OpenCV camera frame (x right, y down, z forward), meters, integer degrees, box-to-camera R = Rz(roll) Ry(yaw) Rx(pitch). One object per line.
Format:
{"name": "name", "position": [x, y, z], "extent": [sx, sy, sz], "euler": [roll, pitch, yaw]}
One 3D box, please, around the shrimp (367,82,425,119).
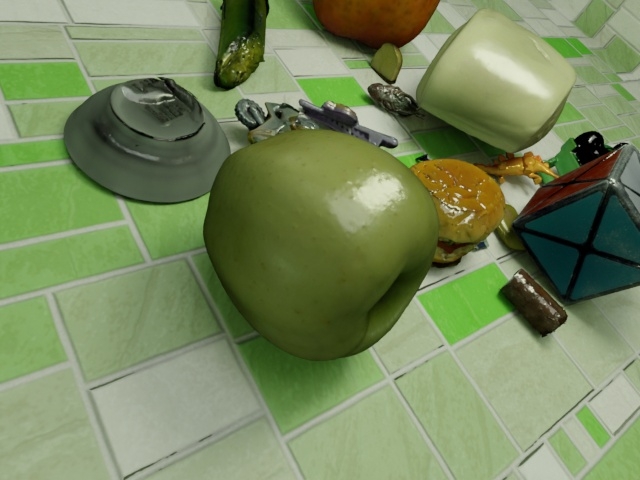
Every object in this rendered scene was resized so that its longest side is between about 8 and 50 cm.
{"name": "shrimp", "position": [0.217, -0.387, 1.371], "extent": [0.190, 0.075, 0.073], "euler": [29, 14, -17]}

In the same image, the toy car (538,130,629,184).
{"name": "toy car", "position": [0.834, -0.188, 1.464], "extent": [0.358, 0.176, 0.213], "euler": [7, 53, -27]}

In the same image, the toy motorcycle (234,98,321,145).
{"name": "toy motorcycle", "position": [-0.084, -0.234, 1.085], "extent": [0.229, 0.094, 0.130], "euler": [8, 55, -38]}

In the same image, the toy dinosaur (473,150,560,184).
{"name": "toy dinosaur", "position": [0.573, -0.210, 1.388], "extent": [0.288, 0.070, 0.117], "euler": [3, 42, -1]}

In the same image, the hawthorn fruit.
{"name": "hawthorn fruit", "position": [0.177, -0.819, 1.447], "extent": [0.471, 0.472, 0.472], "euler": [14, 49, -17]}

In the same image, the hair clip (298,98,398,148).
{"name": "hair clip", "position": [0.078, -0.275, 1.199], "extent": [0.278, 0.090, 0.137], "euler": [39, 13, 2]}

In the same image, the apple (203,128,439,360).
{"name": "apple", "position": [0.000, 0.000, 0.763], "extent": [0.357, 0.357, 0.357], "euler": [14, 49, -17]}

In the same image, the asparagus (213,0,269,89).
{"name": "asparagus", "position": [-0.196, -0.514, 1.234], "extent": [0.128, 0.108, 0.382], "euler": [12, 52, -20]}

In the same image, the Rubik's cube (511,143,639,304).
{"name": "Rubik's cube", "position": [0.657, -0.033, 1.155], "extent": [0.260, 0.259, 0.255], "euler": [53, 49, -1]}

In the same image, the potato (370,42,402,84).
{"name": "potato", "position": [0.214, -0.539, 1.465], "extent": [0.066, 0.103, 0.096], "euler": [-33, 75, -38]}

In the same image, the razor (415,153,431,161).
{"name": "razor", "position": [0.327, -0.201, 1.307], "extent": [0.154, 0.044, 0.028], "euler": [7, 82, -26]}

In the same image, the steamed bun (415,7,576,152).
{"name": "steamed bun", "position": [0.488, -0.432, 1.332], "extent": [0.371, 0.290, 0.456], "euler": [31, 26, 4]}

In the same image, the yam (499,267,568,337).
{"name": "yam", "position": [0.468, 0.136, 1.080], "extent": [0.079, 0.079, 0.141], "euler": [-28, 70, -40]}

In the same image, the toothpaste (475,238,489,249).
{"name": "toothpaste", "position": [0.345, -0.073, 1.207], "extent": [0.062, 0.037, 0.216], "euler": [-10, 64, -33]}

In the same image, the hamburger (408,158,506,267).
{"name": "hamburger", "position": [0.271, -0.071, 1.080], "extent": [0.244, 0.163, 0.244], "euler": [13, 52, -18]}

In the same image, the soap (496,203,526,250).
{"name": "soap", "position": [0.480, -0.034, 1.238], "extent": [0.089, 0.045, 0.140], "euler": [-5, 60, -27]}

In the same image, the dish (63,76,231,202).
{"name": "dish", "position": [-0.315, -0.220, 0.937], "extent": [0.316, 0.106, 0.316], "euler": [14, 49, -17]}
